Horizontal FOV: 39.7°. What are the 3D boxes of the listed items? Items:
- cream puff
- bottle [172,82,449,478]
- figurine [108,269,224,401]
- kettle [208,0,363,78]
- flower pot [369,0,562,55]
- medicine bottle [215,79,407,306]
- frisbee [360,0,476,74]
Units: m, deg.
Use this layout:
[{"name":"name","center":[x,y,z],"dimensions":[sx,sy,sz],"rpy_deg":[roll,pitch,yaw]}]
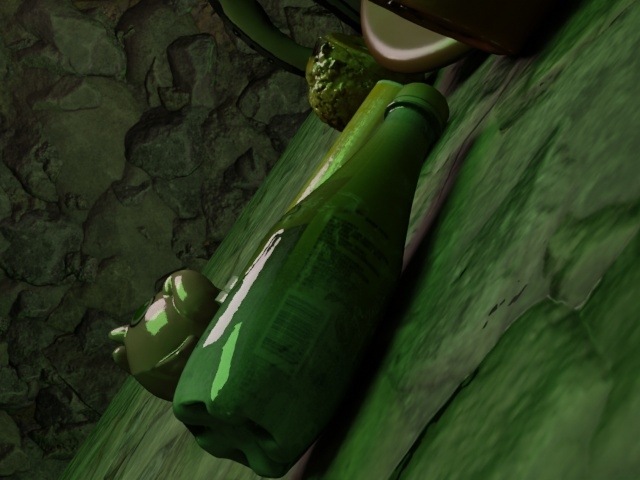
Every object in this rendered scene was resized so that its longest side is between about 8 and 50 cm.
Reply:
[{"name":"cream puff","center":[0.040,-0.157,0.900],"dimensions":[0.133,0.120,0.104],"rpy_deg":[-46,-27,-63]},{"name":"bottle","center":[0.012,0.006,0.516],"dimensions":[0.269,0.083,0.083],"rpy_deg":[-59,8,-34]},{"name":"figurine","center":[-0.127,0.093,0.849],"dimensions":[0.138,0.125,0.125],"rpy_deg":[-25,29,50]},{"name":"kettle","center":[0.020,-0.340,0.981],"dimensions":[0.321,0.324,0.228],"rpy_deg":[-54,8,14]},{"name":"flower pot","center":[0.111,-0.224,0.593],"dimensions":[0.190,0.191,0.173],"rpy_deg":[-93,24,-77]},{"name":"medicine bottle","center":[0.009,-0.022,0.685],"dimensions":[0.218,0.074,0.074],"rpy_deg":[-56,8,-11]},{"name":"frisbee","center":[0.122,-0.258,0.766],"dimensions":[0.251,0.021,0.250],"rpy_deg":[-30,47,37]}]
